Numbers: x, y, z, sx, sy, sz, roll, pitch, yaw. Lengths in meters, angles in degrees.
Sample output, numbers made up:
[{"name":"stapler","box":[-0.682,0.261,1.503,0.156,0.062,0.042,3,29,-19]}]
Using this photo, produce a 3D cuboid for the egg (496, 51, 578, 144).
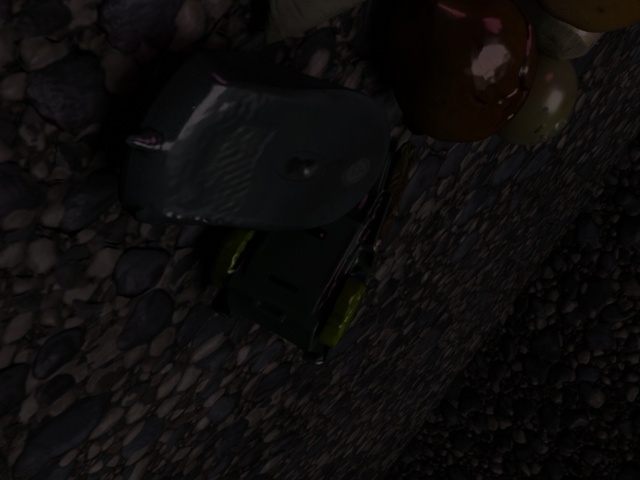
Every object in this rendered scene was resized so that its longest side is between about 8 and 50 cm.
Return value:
[{"name":"egg","box":[0.373,-0.259,1.312,0.164,0.164,0.201,-38,156,-26]}]

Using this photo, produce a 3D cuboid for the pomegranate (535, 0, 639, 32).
[{"name":"pomegranate","box":[0.364,-0.412,0.916,0.307,0.307,0.307,-39,155,-23]}]

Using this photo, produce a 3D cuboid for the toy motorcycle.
[{"name":"toy motorcycle","box":[0.000,0.000,1.044,0.326,0.191,0.200,-58,171,-27]}]

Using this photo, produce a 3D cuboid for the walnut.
[{"name":"walnut","box":[0.184,-0.236,0.963,0.203,0.203,0.298,-52,159,6]}]

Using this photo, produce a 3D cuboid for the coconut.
[{"name":"coconut","box":[0.394,-0.382,1.151,0.183,0.171,0.171,-51,157,12]}]

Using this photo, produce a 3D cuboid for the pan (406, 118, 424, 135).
[{"name":"pan","box":[0.199,-0.253,1.155,0.114,0.040,0.212,-25,154,-43]}]

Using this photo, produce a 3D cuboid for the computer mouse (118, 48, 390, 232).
[{"name":"computer mouse","box":[-0.072,-0.106,0.798,0.371,0.122,0.188,-2,125,-52]}]

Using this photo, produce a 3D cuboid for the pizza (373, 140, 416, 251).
[{"name":"pizza","box":[0.089,-0.035,1.170,0.262,0.034,0.181,-70,-174,-46]}]

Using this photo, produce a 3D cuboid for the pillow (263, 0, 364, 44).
[{"name":"pillow","box":[-0.003,-0.306,0.707,0.148,0.050,0.230,-43,154,-26]}]
